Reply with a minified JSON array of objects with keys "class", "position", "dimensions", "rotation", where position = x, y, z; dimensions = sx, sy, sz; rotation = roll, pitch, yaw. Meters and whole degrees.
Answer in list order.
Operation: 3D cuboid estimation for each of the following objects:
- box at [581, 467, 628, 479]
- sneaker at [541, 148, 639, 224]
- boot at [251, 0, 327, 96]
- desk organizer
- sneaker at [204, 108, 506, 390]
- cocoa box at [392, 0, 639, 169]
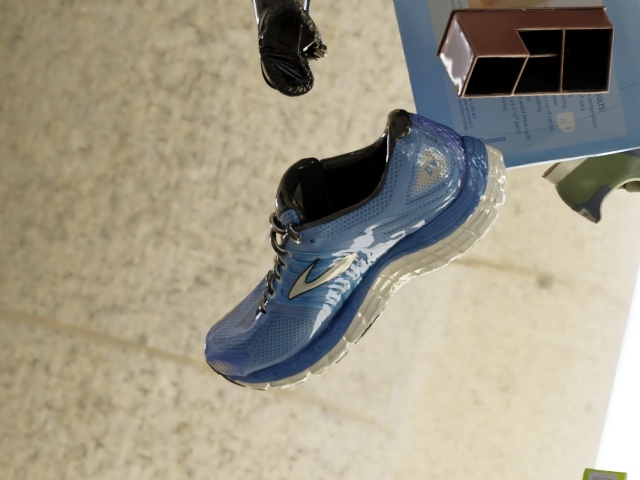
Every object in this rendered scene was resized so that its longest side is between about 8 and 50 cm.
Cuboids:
[{"class":"box","position":[0.245,0.298,1.283],"dimensions":[0.042,0.109,0.178],"rotation":[4,-50,18]},{"class":"sneaker","position":[0.332,-0.090,1.570],"dimensions":[0.086,0.192,0.064],"rotation":[53,-15,5]},{"class":"boot","position":[-0.048,-0.320,2.004],"dimensions":[0.094,0.246,0.207],"rotation":[-4,6,-6]},{"class":"desk organizer","position":[0.158,-0.141,1.096],"dimensions":[0.130,0.050,0.047],"rotation":[-4,-40,-20]},{"class":"sneaker","position":[0.000,0.000,1.269],"dimensions":[0.147,0.129,0.330],"rotation":[33,-61,-25]},{"class":"cocoa box","position":[0.202,-0.254,1.362],"dimensions":[0.231,0.347,0.228],"rotation":[-9,10,24]}]
